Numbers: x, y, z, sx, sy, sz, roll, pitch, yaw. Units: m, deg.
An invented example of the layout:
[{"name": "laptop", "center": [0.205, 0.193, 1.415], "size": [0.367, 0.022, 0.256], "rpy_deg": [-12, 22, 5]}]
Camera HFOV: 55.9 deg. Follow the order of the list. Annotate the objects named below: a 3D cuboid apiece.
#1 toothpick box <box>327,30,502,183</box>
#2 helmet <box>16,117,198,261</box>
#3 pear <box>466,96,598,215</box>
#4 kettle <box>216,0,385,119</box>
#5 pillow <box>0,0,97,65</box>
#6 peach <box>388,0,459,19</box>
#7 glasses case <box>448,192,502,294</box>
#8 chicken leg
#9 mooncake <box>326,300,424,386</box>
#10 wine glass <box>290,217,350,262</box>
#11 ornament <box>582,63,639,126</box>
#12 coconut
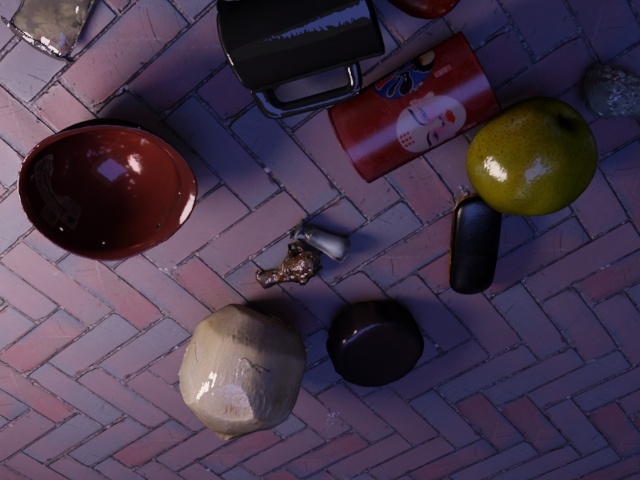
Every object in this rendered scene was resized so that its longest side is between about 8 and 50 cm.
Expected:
[{"name": "toothpick box", "center": [0.208, -0.292, 1.350], "size": [0.333, 0.204, 0.204], "rpy_deg": [-28, 120, 17]}, {"name": "helmet", "center": [-0.483, -0.156, 1.416], "size": [0.385, 0.230, 0.337], "rpy_deg": [-20, 124, 2]}, {"name": "pear", "center": [0.482, -0.188, 1.378], "size": [0.295, 0.294, 0.294], "rpy_deg": [0, 124, -1]}, {"name": "kettle", "center": [-0.031, -0.430, 1.274], "size": [0.308, 0.203, 0.262], "rpy_deg": [-17, 149, 14]}, {"name": "pillow", "center": [-0.549, -0.510, 1.278], "size": [0.169, 0.059, 0.255], "rpy_deg": [32, 116, -21]}, {"name": "peach", "center": [0.176, -0.554, 1.200], "size": [0.159, 0.154, 0.267], "rpy_deg": [-38, 117, 24]}, {"name": "glasses case", "center": [0.416, 0.015, 1.633], "size": [0.122, 0.082, 0.320], "rpy_deg": [-3, 126, 2]}, {"name": "chicken leg", "center": [-0.082, 0.083, 1.684], "size": [0.125, 0.080, 0.196], "rpy_deg": [42, 122, -14]}, {"name": "mooncake", "center": [0.159, 0.301, 1.790], "size": [0.283, 0.141, 0.282], "rpy_deg": [-6, 127, -8]}, {"name": "wine glass", "center": [0.000, 0.000, 1.626], "size": [0.155, 0.072, 0.072], "rpy_deg": [25, 120, -16]}, {"name": "ornament", "center": [0.738, -0.316, 1.386], "size": [0.285, 0.130, 0.120], "rpy_deg": [13, 136, -10]}, {"name": "coconut", "center": [-0.224, 0.373, 1.692], "size": [0.347, 0.346, 0.360], "rpy_deg": [23, 86, -16]}]
